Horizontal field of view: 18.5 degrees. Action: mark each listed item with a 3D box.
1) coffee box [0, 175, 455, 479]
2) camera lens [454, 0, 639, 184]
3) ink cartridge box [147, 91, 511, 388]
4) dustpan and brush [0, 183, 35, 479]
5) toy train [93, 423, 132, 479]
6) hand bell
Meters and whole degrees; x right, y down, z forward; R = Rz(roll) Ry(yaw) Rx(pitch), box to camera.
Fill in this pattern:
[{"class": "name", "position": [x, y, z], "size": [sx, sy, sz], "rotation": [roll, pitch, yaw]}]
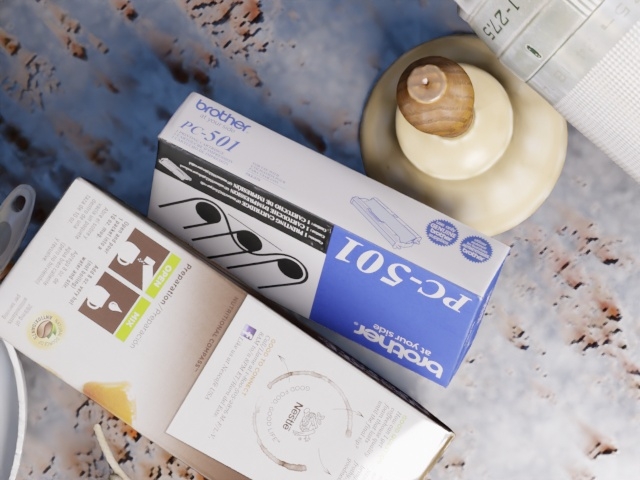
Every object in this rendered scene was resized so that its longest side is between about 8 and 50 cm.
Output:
[{"class": "coffee box", "position": [-0.058, 0.072, 1.107], "size": [0.246, 0.141, 0.098], "rotation": [35, 89, -3]}, {"class": "camera lens", "position": [0.221, -0.132, 1.052], "size": [0.274, 0.219, 0.219], "rotation": [42, 93, 0]}, {"class": "ink cartridge box", "position": [0.000, 0.000, 1.148], "size": [0.207, 0.097, 0.046], "rotation": [27, 53, 8]}, {"class": "dustpan and brush", "position": [-0.221, 0.061, 1.195], "size": [0.147, 0.060, 0.211], "rotation": [29, 90, 9]}, {"class": "toy train", "position": [-0.115, 0.248, 1.156], "size": [0.143, 0.105, 0.248], "rotation": [-36, 82, 18]}, {"class": "hand bell", "position": [0.068, -0.071, 1.072], "size": [0.126, 0.242, 0.126], "rotation": [-1, 86, 9]}]
